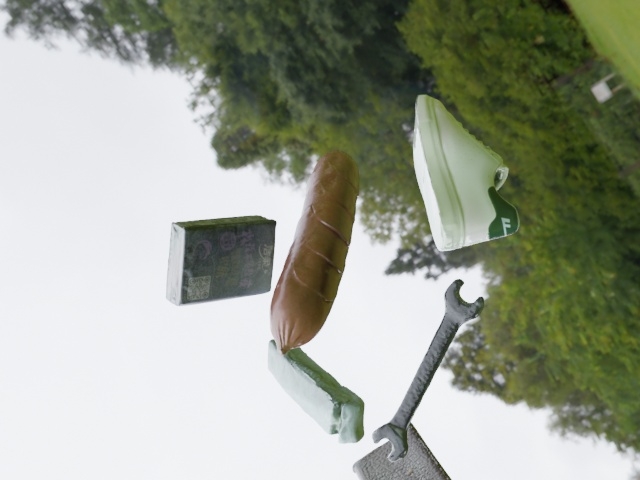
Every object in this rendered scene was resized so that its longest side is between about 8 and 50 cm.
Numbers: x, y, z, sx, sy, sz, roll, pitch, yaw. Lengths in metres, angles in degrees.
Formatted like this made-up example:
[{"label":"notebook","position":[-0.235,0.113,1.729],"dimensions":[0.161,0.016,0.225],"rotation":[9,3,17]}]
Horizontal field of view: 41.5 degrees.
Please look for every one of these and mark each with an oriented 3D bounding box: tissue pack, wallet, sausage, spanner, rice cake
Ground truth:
[{"label":"tissue pack","position":[-0.135,0.027,1.169],"dimensions":[0.156,0.112,0.051],"rotation":[-6,-162,-40]},{"label":"wallet","position":[0.137,0.388,1.345],"dimensions":[0.039,0.133,0.243],"rotation":[52,178,-18]},{"label":"sausage","position":[0.000,-0.001,1.159],"dimensions":[0.088,0.088,0.433],"rotation":[50,-149,-24]},{"label":"spanner","position":[0.135,0.168,1.078],"dimensions":[0.054,0.255,0.015],"rotation":[27,-171,14]},{"label":"rice cake","position":[-0.012,0.232,1.344],"dimensions":[0.336,0.063,0.066],"rotation":[-150,60,-67]}]

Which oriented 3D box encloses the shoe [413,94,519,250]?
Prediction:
[{"label":"shoe","position":[0.185,-0.093,1.103],"dimensions":[0.095,0.110,0.265],"rotation":[84,-178,-49]}]
